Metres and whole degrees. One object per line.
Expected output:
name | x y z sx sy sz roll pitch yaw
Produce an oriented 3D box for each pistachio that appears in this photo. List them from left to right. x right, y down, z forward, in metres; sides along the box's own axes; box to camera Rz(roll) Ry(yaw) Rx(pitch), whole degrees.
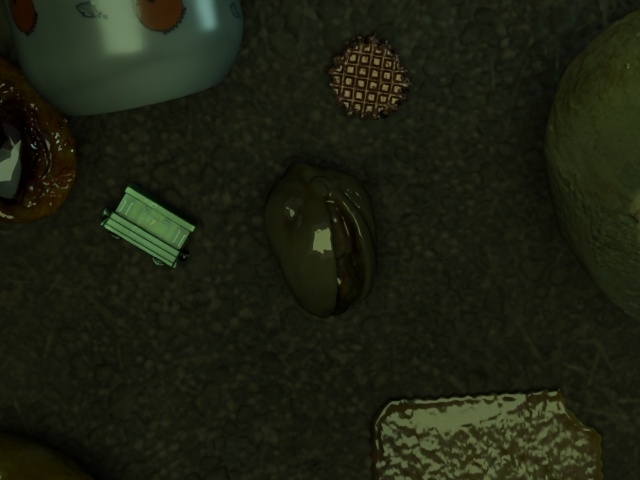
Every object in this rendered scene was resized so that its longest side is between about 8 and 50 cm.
pistachio | 0.000 0.000 1.613 0.113 0.113 0.149 -5 107 0

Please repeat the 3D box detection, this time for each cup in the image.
cup | -0.189 -0.278 1.497 0.212 0.212 0.317 -11 101 1

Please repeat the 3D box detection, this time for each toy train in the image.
toy train | -0.163 -0.013 1.639 0.093 0.038 0.056 31 93 -6

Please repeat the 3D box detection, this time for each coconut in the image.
coconut | 0.339 -0.076 1.520 0.297 0.254 0.297 -5 125 -7

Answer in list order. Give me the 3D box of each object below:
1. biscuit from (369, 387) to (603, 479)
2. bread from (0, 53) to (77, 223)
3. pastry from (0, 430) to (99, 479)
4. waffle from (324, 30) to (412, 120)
biscuit | 0.169 0.264 1.709 0.232 0.013 0.237 -4 102 0
bread | -0.341 -0.119 1.594 0.269 0.095 0.139 32 89 10
pastry | -0.329 0.350 1.644 0.356 0.164 0.356 0 100 2
waffle | 0.044 -0.154 1.618 0.075 0.029 0.083 -31 97 2
